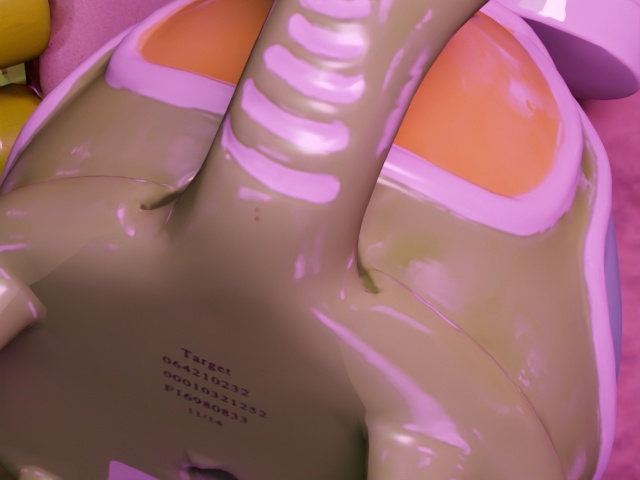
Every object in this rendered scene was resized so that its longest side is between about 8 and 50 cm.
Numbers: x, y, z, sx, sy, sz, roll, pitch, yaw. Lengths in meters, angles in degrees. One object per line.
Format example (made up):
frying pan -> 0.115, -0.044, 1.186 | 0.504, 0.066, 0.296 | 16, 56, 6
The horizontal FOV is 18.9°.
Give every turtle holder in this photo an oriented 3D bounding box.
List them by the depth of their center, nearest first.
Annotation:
turtle holder -> -0.014, 0.002, 0.670 | 0.243, 0.320, 0.227 | 5, 51, 32

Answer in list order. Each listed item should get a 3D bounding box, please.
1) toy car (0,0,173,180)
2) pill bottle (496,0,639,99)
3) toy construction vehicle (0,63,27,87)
toy car -> -0.103, -0.126, 0.802 | 0.155, 0.149, 0.188 | -21, 49, -22
pill bottle -> 0.126, -0.195, 0.778 | 0.146, 0.146, 0.264 | 19, 80, 8
toy construction vehicle -> -0.140, -0.040, 0.822 | 0.085, 0.035, 0.098 | -11, 77, 2
